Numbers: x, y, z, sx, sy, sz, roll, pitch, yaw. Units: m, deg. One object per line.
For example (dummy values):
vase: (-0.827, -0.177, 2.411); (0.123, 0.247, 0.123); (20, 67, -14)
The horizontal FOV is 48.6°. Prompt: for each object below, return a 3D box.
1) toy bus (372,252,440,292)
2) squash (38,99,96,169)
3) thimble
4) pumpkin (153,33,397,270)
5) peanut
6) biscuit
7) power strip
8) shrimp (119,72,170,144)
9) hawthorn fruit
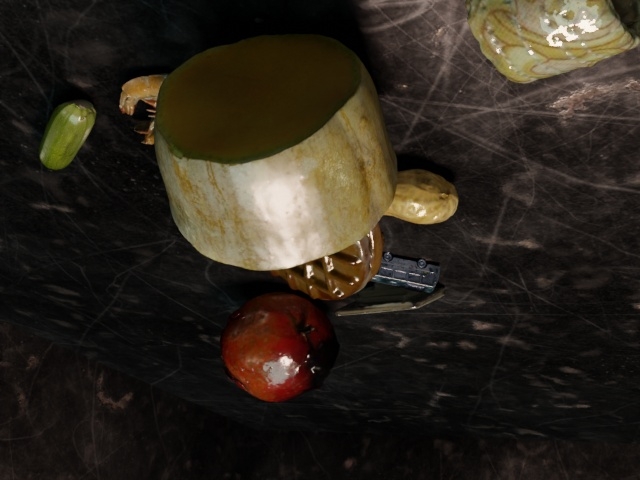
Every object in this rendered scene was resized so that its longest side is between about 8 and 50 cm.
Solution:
toy bus: (0.176, 0.070, 1.554); (0.166, 0.065, 0.047); (11, 153, 0)
squash: (-0.453, -0.188, 1.258); (0.069, 0.069, 0.239); (23, 152, -24)
thimble: (0.265, -0.252, 0.785); (0.144, 0.137, 0.191); (-12, 157, 39)
pumpkin: (-0.060, -0.144, 0.955); (0.333, 0.332, 0.199); (6, 141, 8)
peanut: (0.124, -0.084, 1.224); (0.230, 0.098, 0.103); (9, 136, 2)
biscuit: (-0.033, -0.038, 1.218); (0.332, 0.103, 0.332); (32, 145, 27)
power strip: (0.159, 0.120, 1.632); (0.213, 0.064, 0.198); (-7, -176, 28)
shrimp: (-0.264, -0.218, 1.161); (0.132, 0.051, 0.187); (37, 137, -23)
hawthorn fruit: (-0.100, 0.279, 1.839); (0.316, 0.315, 0.316); (8, 154, 4)
